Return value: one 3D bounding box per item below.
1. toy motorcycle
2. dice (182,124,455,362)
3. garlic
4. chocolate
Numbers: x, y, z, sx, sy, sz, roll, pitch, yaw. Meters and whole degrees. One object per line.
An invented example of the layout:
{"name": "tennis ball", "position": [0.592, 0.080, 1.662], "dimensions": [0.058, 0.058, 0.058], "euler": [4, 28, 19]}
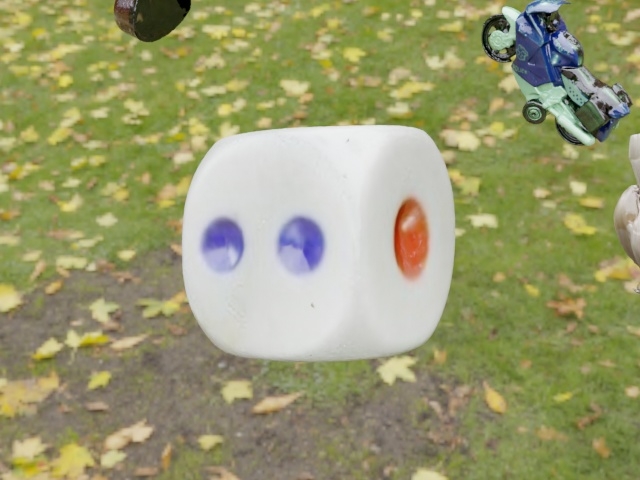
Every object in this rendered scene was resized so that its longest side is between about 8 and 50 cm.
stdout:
{"name": "toy motorcycle", "position": [0.451, -0.332, 1.809], "dimensions": [0.125, 0.196, 0.331], "euler": [-31, 77, -40]}
{"name": "dice", "position": [0.000, 0.000, 1.331], "dimensions": [0.304, 0.304, 0.277], "euler": [0, 3, 36]}
{"name": "garlic", "position": [0.409, -0.038, 1.155], "dimensions": [0.131, 0.194, 0.127], "euler": [-21, 9, 40]}
{"name": "chocolate", "position": [-0.274, -0.398, 1.518], "dimensions": [0.080, 0.149, 0.125], "euler": [22, 20, 31]}
